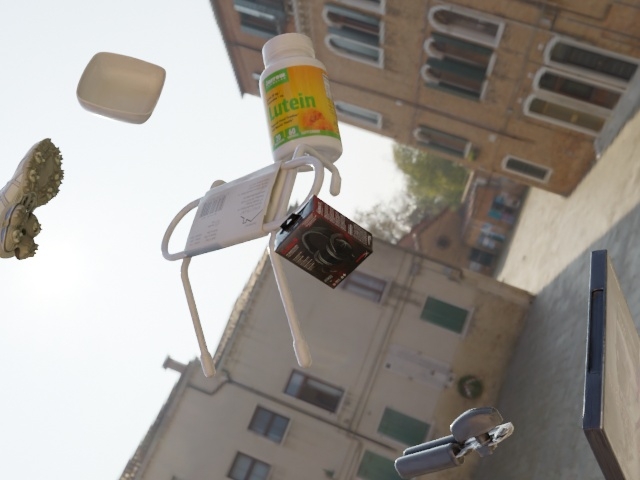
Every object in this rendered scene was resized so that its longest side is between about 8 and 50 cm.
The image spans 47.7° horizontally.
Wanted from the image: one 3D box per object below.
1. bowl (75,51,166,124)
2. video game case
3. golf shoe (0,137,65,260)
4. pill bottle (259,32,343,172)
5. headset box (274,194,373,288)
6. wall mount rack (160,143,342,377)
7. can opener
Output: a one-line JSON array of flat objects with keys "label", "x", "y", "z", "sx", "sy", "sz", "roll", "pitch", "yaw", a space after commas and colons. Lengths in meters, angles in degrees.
[{"label": "bowl", "x": -0.359, "y": -0.268, "z": 1.306, "sx": 0.053, "sy": 0.142, "sz": 0.142, "roll": 113, "pitch": 169, "yaw": -52}, {"label": "video game case", "x": 0.361, "y": 0.173, "z": 0.880, "sx": 0.196, "sy": 0.026, "sz": 0.274, "roll": 58, "pitch": -144, "yaw": -30}, {"label": "golf shoe", "x": -0.383, "y": -0.057, "z": 0.905, "sx": 0.069, "sy": 0.085, "sz": 0.176, "roll": 66, "pitch": -153, "yaw": -50}, {"label": "pill bottle", "x": -0.044, "y": -0.267, "z": 1.392, "sx": 0.136, "sy": 0.136, "sz": 0.246, "roll": 72, "pitch": -173, "yaw": -73}, {"label": "headset box", "x": 0.000, "y": 0.000, "z": 0.700, "sx": 0.062, "sy": 0.083, "sz": 0.032, "roll": -45, "pitch": 25, "yaw": 28}, {"label": "wall mount rack", "x": -0.098, "y": 0.026, "z": 1.041, "sx": 0.130, "sy": 0.350, "sz": 0.304, "roll": 35, "pitch": -125, "yaw": -35}, {"label": "can opener", "x": 0.252, "y": 0.392, "z": 1.424, "sx": 0.283, "sy": 0.095, "sz": 0.076, "roll": -32, "pitch": -2, "yaw": 41}]
